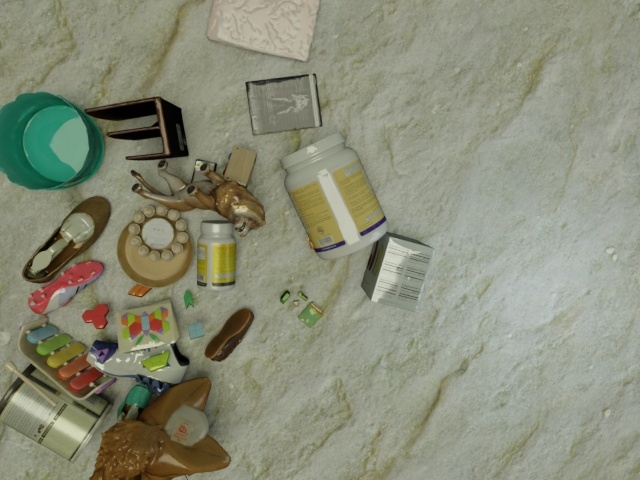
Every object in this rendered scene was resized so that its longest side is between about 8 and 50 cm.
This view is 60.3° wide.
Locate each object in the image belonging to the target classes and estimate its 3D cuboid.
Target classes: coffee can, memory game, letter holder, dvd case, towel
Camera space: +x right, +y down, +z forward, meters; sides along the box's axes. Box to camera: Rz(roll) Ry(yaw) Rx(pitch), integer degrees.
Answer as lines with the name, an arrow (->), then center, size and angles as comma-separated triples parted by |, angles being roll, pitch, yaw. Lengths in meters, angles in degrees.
coffee can -> -0.816, 0.524, 1.696 | 0.275, 0.201, 0.201 | 35, 94, -8
memory game -> -0.501, -0.023, 1.711 | 0.186, 0.012, 0.186 | -1, 97, -5
letter holder -> -0.513, -0.300, 1.557 | 0.214, 0.302, 0.152 | -9, 99, -3
dvd case -> -0.113, -0.424, 1.716 | 0.221, 0.018, 0.164 | -8, 97, -3
towel -> -0.156, -0.733, 1.654 | 0.317, 0.053, 0.331 | 12, 97, -7

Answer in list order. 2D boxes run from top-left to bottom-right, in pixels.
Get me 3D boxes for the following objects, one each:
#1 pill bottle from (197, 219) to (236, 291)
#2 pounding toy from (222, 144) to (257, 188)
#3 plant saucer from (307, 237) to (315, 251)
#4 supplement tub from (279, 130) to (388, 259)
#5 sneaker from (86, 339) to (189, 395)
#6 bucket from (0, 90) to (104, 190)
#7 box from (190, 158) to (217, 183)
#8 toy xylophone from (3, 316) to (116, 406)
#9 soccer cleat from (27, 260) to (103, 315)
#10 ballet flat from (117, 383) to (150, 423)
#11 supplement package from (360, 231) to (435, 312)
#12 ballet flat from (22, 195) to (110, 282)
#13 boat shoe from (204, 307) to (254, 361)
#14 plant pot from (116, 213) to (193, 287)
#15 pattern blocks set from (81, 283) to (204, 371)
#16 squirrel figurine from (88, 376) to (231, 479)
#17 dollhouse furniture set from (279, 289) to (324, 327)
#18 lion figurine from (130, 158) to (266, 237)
pill bottle -> -0.323, 0.045, 1.713 | 0.119, 0.119, 0.208 | 2, 98, -5
pounding toy -> -0.263, -0.208, 1.688 | 0.100, 0.141, 0.130 | 18, 81, -7
plant saucer -> 0.000, 0.000, 1.785 | 0.083, 0.013, 0.083 | -1, 98, -5
supplement tub -> 0.037, -0.134, 1.656 | 0.241, 0.241, 0.331 | -25, 99, -1
sneaker -> -0.550, 0.355, 1.744 | 0.315, 0.127, 0.182 | 27, 91, -14
bucket -> -0.779, -0.282, 1.600 | 0.281, 0.183, 0.281 | -1, 98, -4
box -> -0.361, -0.205, 1.709 | 0.062, 0.052, 0.083 | 14, 97, -5
toy xylophone -> -0.786, 0.374, 1.664 | 0.323, 0.236, 0.081 | 36, 102, -4
soccer cleat -> -0.785, 0.148, 1.719 | 0.248, 0.095, 0.083 | -32, 58, -11
ballet flat -> -0.593, 0.542, 1.717 | 0.083, 0.087, 0.247 | 24, 129, -10
supplement package -> 0.236, 0.089, 1.725 | 0.149, 0.194, 0.203 | 15, 96, -7
ballet flat -> -0.776, 0.006, 1.668 | 0.342, 0.124, 0.116 | -43, 99, 2
boat shoe -> -0.284, 0.307, 1.782 | 0.207, 0.073, 0.073 | -46, 136, 6
plant pot -> -0.518, 0.031, 1.739 | 0.236, 0.032, 0.236 | -1, 98, -5
pattern blocks set -> -0.536, 0.263, 1.694 | 0.325, 0.026, 0.285 | -24, 68, -19
squirrel figurine -> -0.516, 0.645, 1.662 | 0.370, 0.397, 0.281 | -47, 60, 38
dollhouse furniture set -> -0.060, 0.220, 1.787 | 0.152, 0.058, 0.076 | 41, 93, -8
lion figurine -> -0.357, -0.130, 1.627 | 0.392, 0.240, 0.142 | 15, 75, 31
